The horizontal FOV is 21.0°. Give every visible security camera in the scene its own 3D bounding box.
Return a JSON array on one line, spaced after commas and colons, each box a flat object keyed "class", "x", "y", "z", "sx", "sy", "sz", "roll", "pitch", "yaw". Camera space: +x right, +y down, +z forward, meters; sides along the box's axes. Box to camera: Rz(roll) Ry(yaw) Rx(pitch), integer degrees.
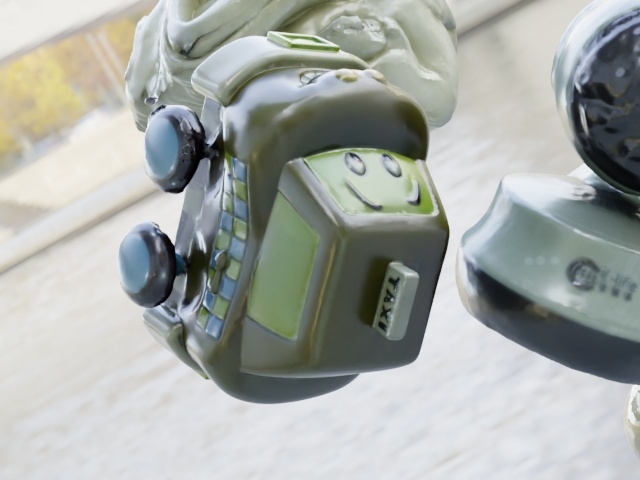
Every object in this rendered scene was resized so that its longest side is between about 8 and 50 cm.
[{"class": "security camera", "x": 0.225, "y": -0.055, "z": 1.234, "sx": 0.191, "sy": 0.197, "sz": 0.277, "roll": -55, "pitch": -15, "yaw": -75}]

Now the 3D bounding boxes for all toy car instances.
[{"class": "toy car", "x": 0.000, "y": 0.000, "z": 1.168, "sx": 0.204, "sy": 0.247, "sz": 0.198, "roll": 0, "pitch": 20, "yaw": -39}]

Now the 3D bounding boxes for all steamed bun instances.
[{"class": "steamed bun", "x": -0.036, "y": -0.229, "z": 1.784, "sx": 0.394, "sy": 0.237, "sz": 0.347, "roll": 1, "pitch": -12, "yaw": 29}]

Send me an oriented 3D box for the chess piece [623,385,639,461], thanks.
[{"class": "chess piece", "x": 0.373, "y": 0.088, "z": 1.457, "sx": 0.299, "sy": 0.167, "sz": 0.167, "roll": -48, "pitch": 13, "yaw": -23}]
